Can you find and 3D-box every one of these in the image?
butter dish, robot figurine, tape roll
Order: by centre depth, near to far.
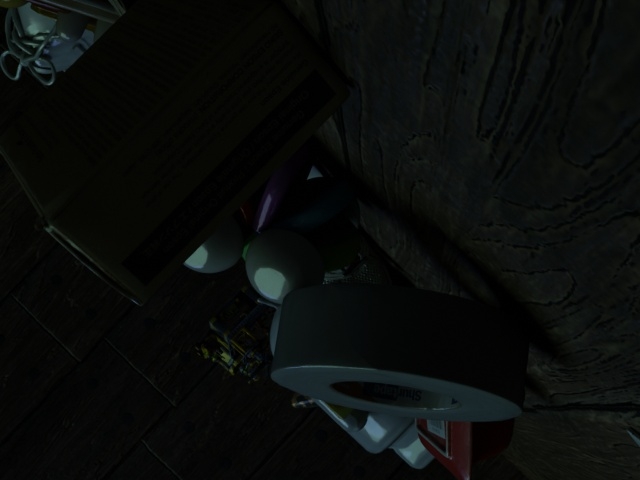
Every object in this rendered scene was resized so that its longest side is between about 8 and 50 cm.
[{"bbox_3d":[0.070,0.102,0.936,0.219,0.072,0.219,8,162,2],"label":"tape roll"},{"bbox_3d":[0.182,0.183,1.253,0.160,0.118,0.159,-151,59,-71],"label":"butter dish"},{"bbox_3d":[0.067,0.178,1.624,0.353,0.200,0.300,42,-152,6],"label":"robot figurine"}]

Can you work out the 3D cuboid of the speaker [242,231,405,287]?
[{"bbox_3d":[0.038,0.074,1.370,0.296,0.131,0.131,44,176,-10],"label":"speaker"}]

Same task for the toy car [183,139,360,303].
[{"bbox_3d":[-0.044,-0.040,1.003,0.182,0.159,0.136,22,126,12],"label":"toy car"}]

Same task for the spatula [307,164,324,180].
[{"bbox_3d":[-0.075,-0.137,1.086,0.168,0.019,0.242,47,178,40],"label":"spatula"}]

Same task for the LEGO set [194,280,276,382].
[{"bbox_3d":[-0.053,0.156,2.015,0.192,0.331,0.255,40,155,14],"label":"LEGO set"}]

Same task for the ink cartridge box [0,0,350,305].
[{"bbox_3d":[-0.114,-0.083,0.742,0.088,0.193,0.235,46,176,-30],"label":"ink cartridge box"}]

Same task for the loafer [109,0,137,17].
[{"bbox_3d":[-0.161,-0.211,0.952,0.125,0.045,0.039,46,169,-4],"label":"loafer"}]

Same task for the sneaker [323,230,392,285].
[{"bbox_3d":[0.000,0.000,1.243,0.225,0.088,0.093,44,174,-16],"label":"sneaker"}]

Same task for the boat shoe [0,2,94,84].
[{"bbox_3d":[-0.373,-0.279,1.484,0.136,0.156,0.367,42,176,14],"label":"boat shoe"}]

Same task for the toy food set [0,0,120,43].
[{"bbox_3d":[-0.344,-0.258,1.214,0.306,0.092,0.220,15,-170,-27],"label":"toy food set"}]

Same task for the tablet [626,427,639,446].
[{"bbox_3d":[0.300,0.196,0.932,0.083,0.006,0.054,47,175,-36],"label":"tablet"}]

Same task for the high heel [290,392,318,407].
[{"bbox_3d":[0.023,0.196,1.891,0.186,0.261,0.093,45,-168,-53],"label":"high heel"}]

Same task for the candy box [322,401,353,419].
[{"bbox_3d":[0.054,0.143,1.480,0.109,0.186,0.053,44,173,1],"label":"candy box"}]
